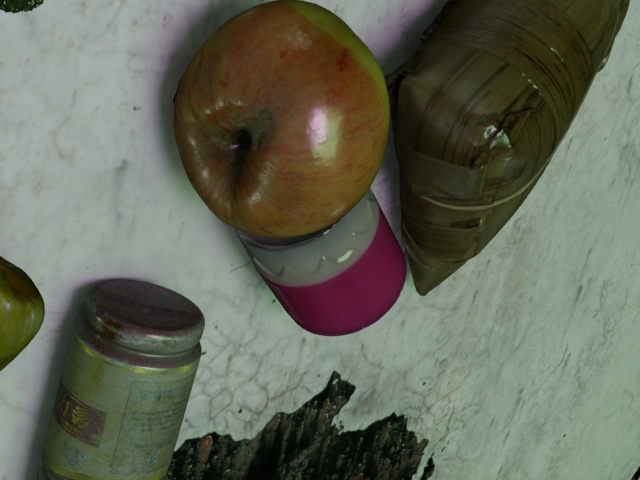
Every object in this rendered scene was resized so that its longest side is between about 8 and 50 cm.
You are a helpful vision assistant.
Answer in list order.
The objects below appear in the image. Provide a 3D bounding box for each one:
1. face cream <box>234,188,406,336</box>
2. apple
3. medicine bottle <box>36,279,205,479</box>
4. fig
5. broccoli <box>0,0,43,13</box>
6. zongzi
[{"bbox_3d":[0.000,0.000,1.372,0.175,0.175,0.195,-45,138,-12],"label":"face cream"},{"bbox_3d":[-0.040,-0.130,1.203,0.194,0.260,0.261,-34,136,-40],"label":"apple"},{"bbox_3d":[-0.243,0.218,1.301,0.151,0.151,0.323,0,115,-44],"label":"medicine bottle"},{"bbox_3d":[-0.396,0.080,1.086,0.233,0.167,0.167,-14,135,9],"label":"fig"},{"bbox_3d":[-0.277,-0.284,0.961,0.138,0.145,0.162,-63,177,-59],"label":"broccoli"},{"bbox_3d":[0.267,-0.206,1.548,0.500,0.218,0.467,-51,166,-24],"label":"zongzi"}]
